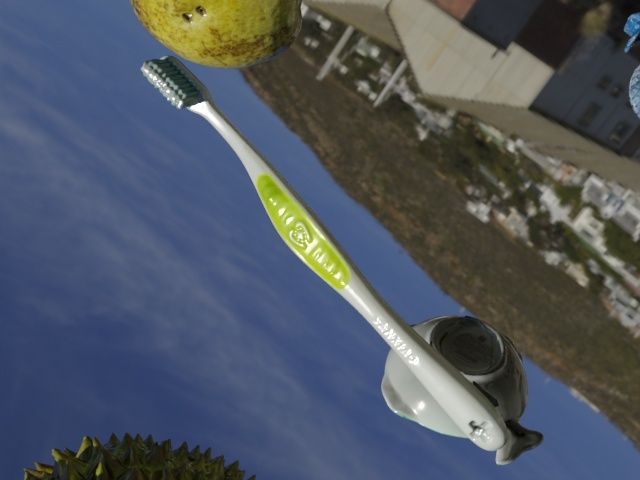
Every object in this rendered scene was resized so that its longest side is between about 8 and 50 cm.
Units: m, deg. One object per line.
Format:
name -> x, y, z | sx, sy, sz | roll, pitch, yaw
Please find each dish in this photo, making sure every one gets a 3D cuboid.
dish -> 0.197, 0.172, 1.180 | 0.224, 0.078, 0.246 | -21, -130, -29

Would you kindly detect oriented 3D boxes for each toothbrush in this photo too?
toothbrush -> 0.000, 0.000, 0.443 | 0.263, 0.022, 0.026 | 47, -151, 11

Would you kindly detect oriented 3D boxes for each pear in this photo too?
pear -> -0.100, -0.266, 0.839 | 0.197, 0.197, 0.197 | 31, -161, -12

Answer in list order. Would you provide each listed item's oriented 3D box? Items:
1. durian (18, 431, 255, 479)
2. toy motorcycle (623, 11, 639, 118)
durian -> -0.123, 0.233, 0.612 | 0.237, 0.200, 0.176 | 24, -165, 3
toy motorcycle -> 0.388, -0.139, 0.763 | 0.254, 0.135, 0.092 | 10, 163, 3
